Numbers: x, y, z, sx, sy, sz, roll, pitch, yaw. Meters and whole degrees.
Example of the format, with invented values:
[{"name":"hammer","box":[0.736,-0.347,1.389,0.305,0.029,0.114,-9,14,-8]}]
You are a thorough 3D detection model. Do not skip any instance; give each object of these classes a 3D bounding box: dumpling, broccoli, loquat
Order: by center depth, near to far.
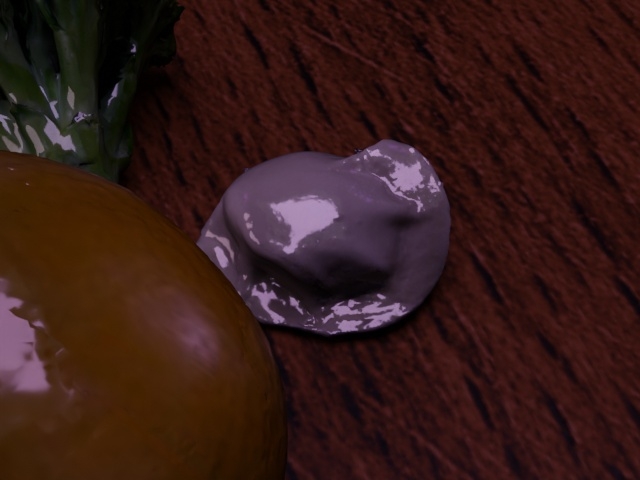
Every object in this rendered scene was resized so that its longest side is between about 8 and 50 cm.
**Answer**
[{"name":"loquat","box":[-0.169,0.112,0.786,0.328,0.328,0.359,21,8,22]},{"name":"dumpling","box":[0.001,0.000,1.025,0.176,0.092,0.150,-12,60,-16]},{"name":"broccoli","box":[-0.227,-0.132,1.089,0.269,0.254,0.269,-3,79,14]}]
